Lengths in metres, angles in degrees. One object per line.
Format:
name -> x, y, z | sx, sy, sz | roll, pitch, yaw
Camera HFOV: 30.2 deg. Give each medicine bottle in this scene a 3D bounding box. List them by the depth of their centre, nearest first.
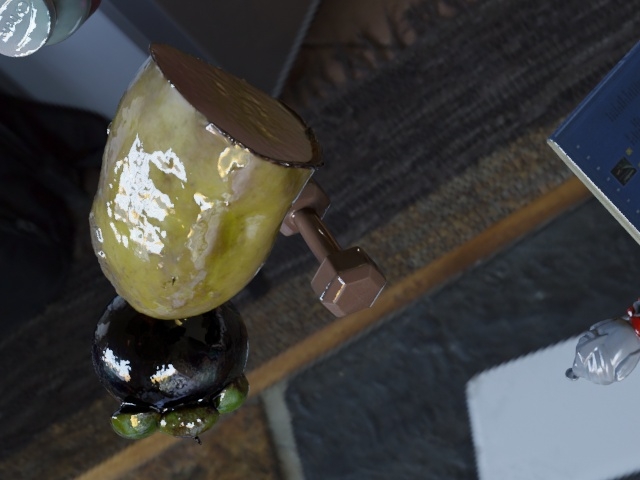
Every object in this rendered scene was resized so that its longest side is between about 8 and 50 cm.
medicine bottle -> -0.268, -0.231, 1.136 | 0.090, 0.090, 0.216 | -34, 18, 13

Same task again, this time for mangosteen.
mangosteen -> -0.209, 0.167, 1.672 | 0.243, 0.243, 0.242 | -19, 52, 25

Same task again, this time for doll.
doll -> 0.385, 0.126, 1.513 | 0.180, 0.079, 0.094 | -45, 42, 25

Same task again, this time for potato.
potato -> -0.139, -0.038, 1.217 | 0.266, 0.229, 0.229 | -57, 42, 21

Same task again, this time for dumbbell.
dumbbell -> 0.000, 0.000, 1.553 | 0.082, 0.092, 0.231 | -38, 47, 5

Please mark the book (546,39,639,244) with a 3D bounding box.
book -> 0.436, -0.153, 1.506 | 0.269, 0.191, 0.025 | -47, 11, -9
